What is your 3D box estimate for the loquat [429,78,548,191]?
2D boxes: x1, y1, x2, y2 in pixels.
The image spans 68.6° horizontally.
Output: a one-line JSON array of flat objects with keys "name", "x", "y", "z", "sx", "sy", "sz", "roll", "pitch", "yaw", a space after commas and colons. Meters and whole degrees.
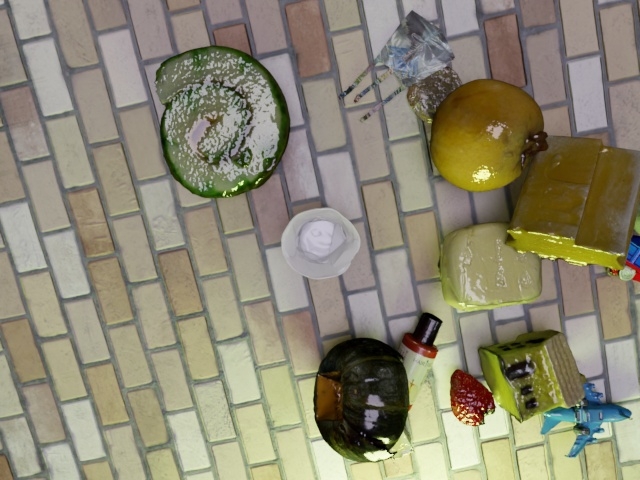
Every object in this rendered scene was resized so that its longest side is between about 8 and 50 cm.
[{"name": "loquat", "x": 0.409, "y": -0.256, "z": 1.142, "sx": 0.275, "sy": 0.275, "sz": 0.274, "roll": 0, "pitch": 99, "yaw": 0}]

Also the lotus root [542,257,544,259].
[{"name": "lotus root", "x": 0.663, "y": -0.064, "z": 1.230, "sx": 0.140, "sy": 0.154, "sz": 0.256, "roll": 11, "pitch": 91, "yaw": 6}]

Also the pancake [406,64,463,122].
[{"name": "pancake", "x": 0.305, "y": -0.389, "z": 1.245, "sx": 0.152, "sy": 0.025, "sz": 0.151, "roll": 0, "pitch": 100, "yaw": 0}]

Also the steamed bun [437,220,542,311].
[{"name": "steamed bun", "x": 0.446, "y": 0.069, "z": 1.249, "sx": 0.273, "sy": 0.166, "sz": 0.232, "roll": -7, "pitch": 82, "yaw": -5}]

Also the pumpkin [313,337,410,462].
[{"name": "pumpkin", "x": 0.100, "y": 0.414, "z": 1.236, "sx": 0.192, "sy": 0.320, "sz": 0.320, "roll": 11, "pitch": 99, "yaw": -23}]

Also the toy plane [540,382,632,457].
[{"name": "toy plane", "x": 0.763, "y": 0.495, "z": 1.346, "sx": 0.271, "sy": 0.105, "sz": 0.254, "roll": 0, "pitch": 84, "yaw": 4}]

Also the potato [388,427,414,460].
[{"name": "potato", "x": 0.217, "y": 0.569, "z": 1.376, "sx": 0.086, "sy": 0.061, "sz": 0.122, "roll": -27, "pitch": 96, "yaw": 4}]

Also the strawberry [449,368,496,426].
[{"name": "strawberry", "x": 0.417, "y": 0.450, "z": 1.330, "sx": 0.148, "sy": 0.131, "sz": 0.131, "roll": 39, "pitch": 97, "yaw": 16}]

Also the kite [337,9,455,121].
[{"name": "kite", "x": 0.201, "y": -0.441, "z": 1.232, "sx": 0.169, "sy": 0.015, "sz": 0.310, "roll": 44, "pitch": 97, "yaw": 2}]

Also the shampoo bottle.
[{"name": "shampoo bottle", "x": 0.260, "y": 0.334, "z": 1.317, "sx": 0.104, "sy": 0.104, "sz": 0.278, "roll": 22, "pitch": 98, "yaw": -3}]

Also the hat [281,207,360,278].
[{"name": "hat", "x": 0.000, "y": 0.000, "z": 1.254, "sx": 0.203, "sy": 0.126, "sz": 0.203, "roll": 0, "pitch": 99, "yaw": 0}]

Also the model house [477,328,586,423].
[{"name": "model house", "x": 0.588, "y": 0.358, "z": 1.289, "sx": 0.234, "sy": 0.175, "sz": 0.193, "roll": -18, "pitch": 85, "yaw": -6}]

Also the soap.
[{"name": "soap", "x": 0.605, "y": -0.092, "z": 1.109, "sx": 0.259, "sy": 0.143, "sz": 0.281, "roll": 14, "pitch": 69, "yaw": 26}]

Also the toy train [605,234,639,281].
[{"name": "toy train", "x": 0.815, "y": 0.028, "z": 1.280, "sx": 0.204, "sy": 0.083, "sz": 0.131, "roll": 31, "pitch": 98, "yaw": -6}]

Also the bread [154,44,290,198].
[{"name": "bread", "x": -0.266, "y": -0.304, "z": 1.207, "sx": 0.382, "sy": 0.129, "sz": 0.366, "roll": 37, "pitch": 97, "yaw": -5}]

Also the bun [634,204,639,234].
[{"name": "bun", "x": 0.908, "y": -0.071, "z": 1.213, "sx": 0.195, "sy": 0.195, "sz": 0.118, "roll": -26, "pitch": 99, "yaw": 4}]
